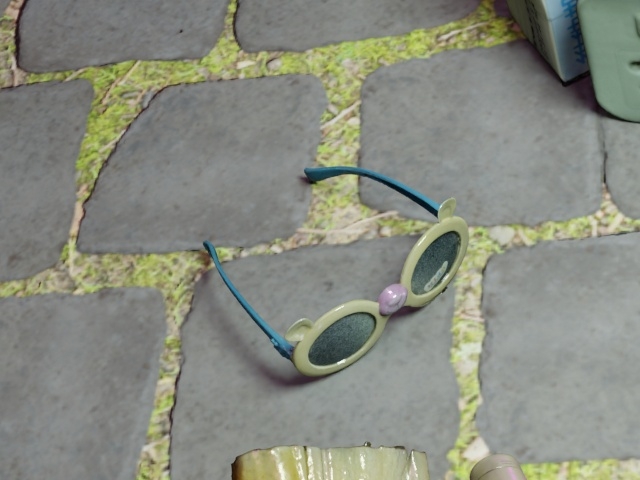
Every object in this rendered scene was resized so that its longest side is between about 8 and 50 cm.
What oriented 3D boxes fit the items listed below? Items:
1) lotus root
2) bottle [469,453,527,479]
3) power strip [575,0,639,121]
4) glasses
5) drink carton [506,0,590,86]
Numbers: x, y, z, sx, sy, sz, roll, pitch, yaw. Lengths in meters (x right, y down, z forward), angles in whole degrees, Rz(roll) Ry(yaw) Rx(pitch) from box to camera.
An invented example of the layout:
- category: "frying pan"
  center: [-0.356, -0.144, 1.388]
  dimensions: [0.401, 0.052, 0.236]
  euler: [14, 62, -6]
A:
- category: "lotus root"
  center: [0.001, 0.217, 1.316]
  dimensions: [0.159, 0.095, 0.135]
  euler: [15, 53, -21]
- category: "bottle"
  center: [0.143, 0.205, 1.299]
  dimensions: [0.045, 0.045, 0.096]
  euler: [-21, 47, 2]
- category: "power strip"
  center: [0.333, -0.216, 1.437]
  dimensions: [0.229, 0.261, 0.141]
  euler: [7, 55, 24]
- category: "glasses"
  center: [0.012, 0.022, 1.503]
  dimensions: [0.190, 0.088, 0.220]
  euler: [-39, 30, -13]
- category: "drink carton"
  center: [0.315, -0.308, 1.565]
  dimensions: [0.325, 0.194, 0.132]
  euler: [-27, 47, -4]
